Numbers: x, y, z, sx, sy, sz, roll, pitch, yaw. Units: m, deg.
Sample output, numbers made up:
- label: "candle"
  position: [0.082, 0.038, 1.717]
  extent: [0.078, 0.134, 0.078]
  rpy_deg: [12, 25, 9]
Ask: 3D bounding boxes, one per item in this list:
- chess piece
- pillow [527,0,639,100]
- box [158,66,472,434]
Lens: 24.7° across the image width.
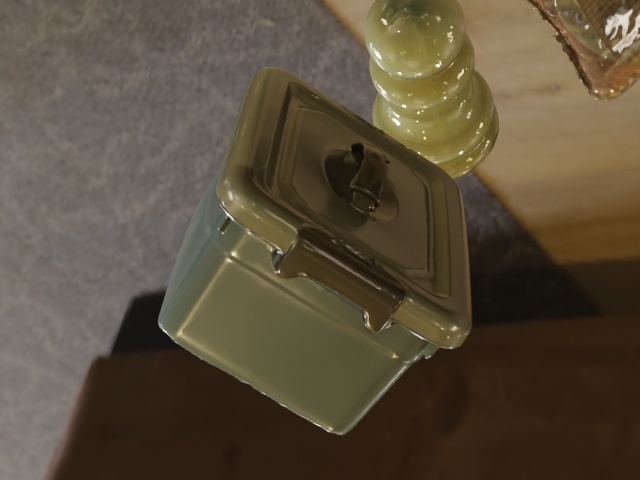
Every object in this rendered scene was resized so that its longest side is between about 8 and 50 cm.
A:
- label: "chess piece"
  position: [0.114, -0.186, 1.588]
  extent: [0.144, 0.144, 0.251]
  rpy_deg: [2, 153, 12]
- label: "pillow"
  position: [0.262, -0.238, 1.383]
  extent: [0.034, 0.211, 0.135]
  rpy_deg: [14, 126, -45]
- label: "box"
  position: [0.000, 0.000, 0.874]
  extent: [0.162, 0.227, 0.130]
  rpy_deg: [32, 112, -11]
